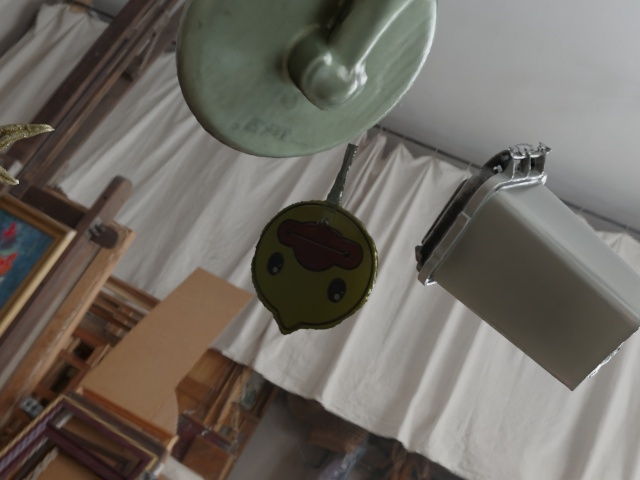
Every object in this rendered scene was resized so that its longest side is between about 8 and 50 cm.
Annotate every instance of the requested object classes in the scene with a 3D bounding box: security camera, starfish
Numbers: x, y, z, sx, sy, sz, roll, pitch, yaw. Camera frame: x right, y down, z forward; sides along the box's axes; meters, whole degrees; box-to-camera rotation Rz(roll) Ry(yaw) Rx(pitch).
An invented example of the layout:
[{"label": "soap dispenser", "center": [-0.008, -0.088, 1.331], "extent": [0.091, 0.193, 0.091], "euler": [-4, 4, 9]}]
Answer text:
[{"label": "security camera", "center": [0.042, -0.141, 0.283], "extent": [0.157, 0.080, 0.301], "euler": [6, -44, -41]}, {"label": "starfish", "center": [-0.622, -0.192, 1.050], "extent": [0.247, 0.138, 0.050], "euler": [23, -12, 11]}]

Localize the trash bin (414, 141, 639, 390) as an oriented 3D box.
[{"label": "trash bin", "center": [0.389, 0.040, 1.010], "extent": [0.256, 0.296, 0.367], "euler": [-10, 48, -48]}]

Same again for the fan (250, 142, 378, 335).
[{"label": "fan", "center": [0.000, 0.000, 0.955], "extent": [0.230, 0.335, 0.011], "euler": [21, 2, 26]}]
